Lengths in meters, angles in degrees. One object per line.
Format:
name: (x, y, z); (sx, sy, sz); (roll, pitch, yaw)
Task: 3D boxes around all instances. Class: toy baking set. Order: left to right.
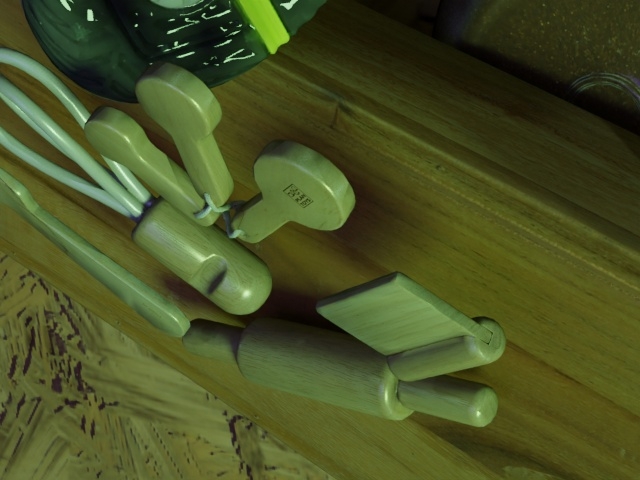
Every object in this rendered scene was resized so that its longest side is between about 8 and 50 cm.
toy baking set: (-0.045, -0.002, 0.548); (0.256, 0.030, 0.197); (7, 143, 43)

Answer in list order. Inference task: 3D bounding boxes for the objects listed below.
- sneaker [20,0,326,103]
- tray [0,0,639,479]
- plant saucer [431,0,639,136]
sneaker: (-0.038, -0.243, 0.526); (0.147, 0.145, 0.385); (35, 115, 59)
tray: (0.000, 0.000, 0.633); (0.411, 0.076, 0.203); (30, 134, 26)
plant saucer: (0.123, -0.053, 0.578); (0.198, 0.036, 0.199); (16, 119, 31)
